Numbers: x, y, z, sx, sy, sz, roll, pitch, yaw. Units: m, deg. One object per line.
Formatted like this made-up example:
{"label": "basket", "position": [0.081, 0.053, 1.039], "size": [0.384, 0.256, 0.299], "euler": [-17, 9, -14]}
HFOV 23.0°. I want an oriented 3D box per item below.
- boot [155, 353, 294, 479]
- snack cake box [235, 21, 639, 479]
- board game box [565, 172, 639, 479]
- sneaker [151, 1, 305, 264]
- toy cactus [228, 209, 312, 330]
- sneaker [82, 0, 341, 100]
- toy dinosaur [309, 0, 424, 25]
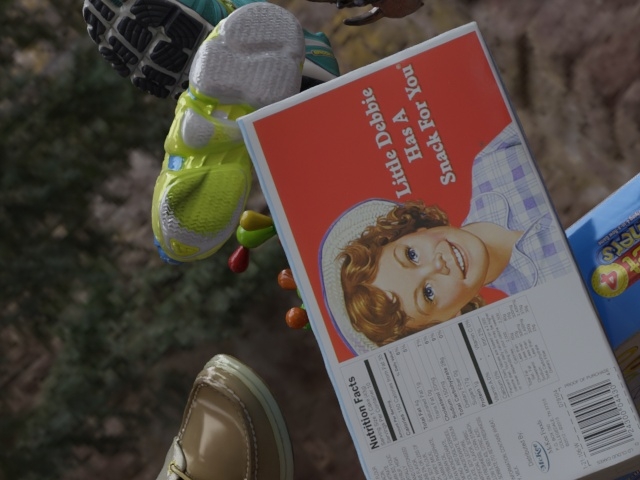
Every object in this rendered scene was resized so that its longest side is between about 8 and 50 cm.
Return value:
{"label": "boot", "position": [-0.102, 0.184, 0.974], "size": [0.165, 0.077, 0.213], "euler": [-28, -39, -39]}
{"label": "snack cake box", "position": [0.071, 0.028, 0.902], "size": [0.152, 0.264, 0.089], "euler": [-22, -15, 9]}
{"label": "board game box", "position": [0.210, 0.090, 1.071], "size": [0.308, 0.086, 0.302], "euler": [-38, -32, 3]}
{"label": "sneaker", "position": [-0.089, -0.084, 1.313], "size": [0.240, 0.091, 0.126], "euler": [-67, 8, -26]}
{"label": "toy cactus", "position": [0.000, 0.000, 1.521], "size": [0.112, 0.219, 0.180], "euler": [6, -73, -42]}
{"label": "sneaker", "position": [-0.098, -0.187, 1.470], "size": [0.275, 0.110, 0.107], "euler": [20, -43, -32]}
{"label": "toy dinosaur", "position": [0.001, -0.291, 1.242], "size": [0.200, 0.296, 0.127], "euler": [-46, 16, 29]}
